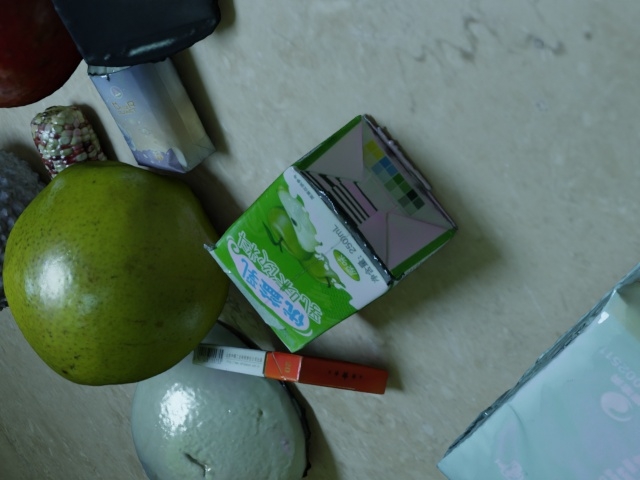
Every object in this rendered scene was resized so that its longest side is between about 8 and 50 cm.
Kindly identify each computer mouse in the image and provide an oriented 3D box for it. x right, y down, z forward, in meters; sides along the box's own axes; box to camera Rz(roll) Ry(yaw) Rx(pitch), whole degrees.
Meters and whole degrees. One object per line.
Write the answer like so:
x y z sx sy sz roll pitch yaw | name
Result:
-0.205 -0.309 0.894 0.087 0.168 0.295 -104 -2 -49 | computer mouse

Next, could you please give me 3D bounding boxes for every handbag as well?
-0.208 -0.165 1.082 0.117 0.095 0.173 11 132 45 | handbag

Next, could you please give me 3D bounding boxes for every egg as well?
-0.182 0.288 1.395 0.337 0.201 0.337 31 138 32 | egg

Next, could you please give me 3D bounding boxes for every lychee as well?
-0.574 -0.014 1.493 0.300 0.300 0.300 32 143 29 | lychee

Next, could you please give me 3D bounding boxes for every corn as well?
-0.336 -0.078 1.333 0.086 0.086 0.253 15 133 44 | corn

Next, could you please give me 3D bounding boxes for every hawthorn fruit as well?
-0.357 -0.294 1.002 0.265 0.265 0.307 51 132 1 | hawthorn fruit

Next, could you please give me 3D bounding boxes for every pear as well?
-0.262 0.045 1.184 0.294 0.294 0.294 32 143 29 | pear

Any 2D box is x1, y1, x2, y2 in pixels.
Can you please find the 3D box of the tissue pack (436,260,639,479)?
0.330 0.200 0.659 0.405 0.205 0.331 43 147 12 | tissue pack

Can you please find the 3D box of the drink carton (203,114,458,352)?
0.000 0.000 0.967 0.161 0.108 0.271 51 147 1 | drink carton

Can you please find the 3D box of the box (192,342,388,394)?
-0.045 0.160 1.167 0.245 0.139 0.035 -4 75 54 | box
